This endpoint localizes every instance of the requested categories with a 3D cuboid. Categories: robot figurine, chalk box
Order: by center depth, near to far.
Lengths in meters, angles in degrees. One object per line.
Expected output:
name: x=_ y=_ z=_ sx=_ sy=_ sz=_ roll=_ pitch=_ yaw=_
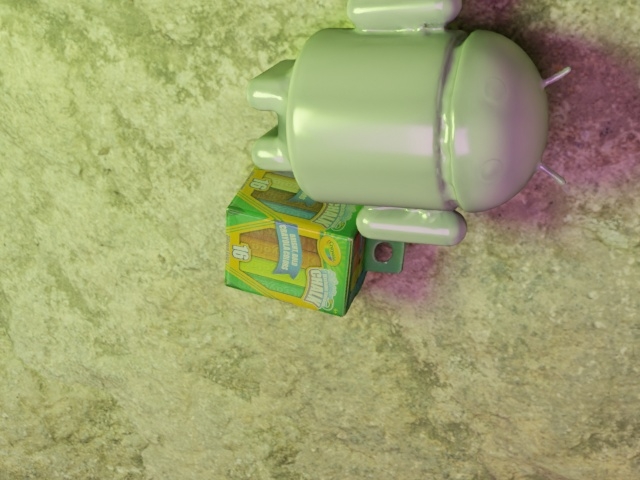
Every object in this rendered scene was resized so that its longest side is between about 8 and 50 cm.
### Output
robot figurine: x=0.098 y=-0.136 z=1.299 sx=0.354 sy=0.200 sz=0.299 roll=5 pitch=117 yaw=20
chalk box: x=0.000 y=0.000 z=1.481 sx=0.213 sy=0.132 sz=0.132 roll=14 pitch=128 yaw=13
